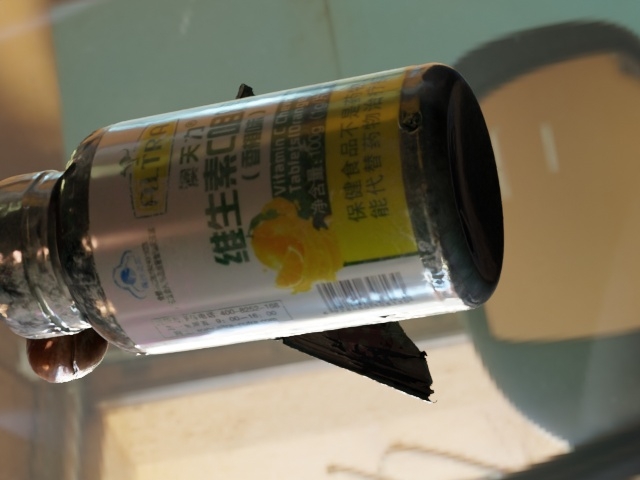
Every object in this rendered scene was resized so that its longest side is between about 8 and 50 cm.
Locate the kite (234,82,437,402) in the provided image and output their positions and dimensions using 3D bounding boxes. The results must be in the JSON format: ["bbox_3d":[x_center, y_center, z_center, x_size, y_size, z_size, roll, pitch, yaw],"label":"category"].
[{"bbox_3d":[0.000,0.000,1.345,0.335,0.314,0.011,59,144,20],"label":"kite"}]

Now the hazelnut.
[{"bbox_3d":[-0.225,0.083,1.448,0.086,0.086,0.086,-10,-90,-84],"label":"hazelnut"}]

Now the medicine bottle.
[{"bbox_3d":[-0.050,-0.010,0.942,0.141,0.293,0.141,-9,-90,-71],"label":"medicine bottle"}]
